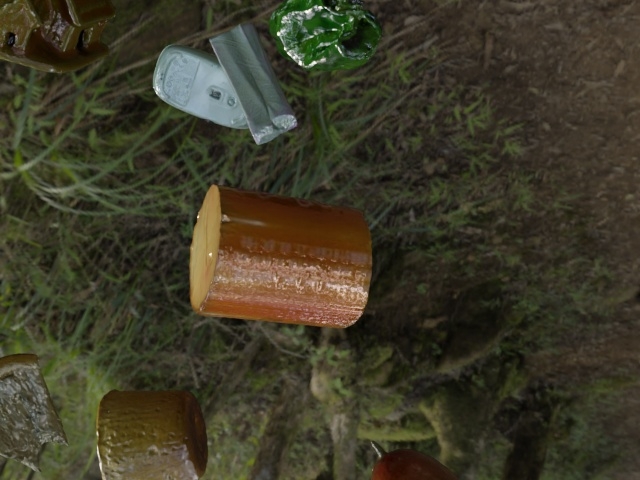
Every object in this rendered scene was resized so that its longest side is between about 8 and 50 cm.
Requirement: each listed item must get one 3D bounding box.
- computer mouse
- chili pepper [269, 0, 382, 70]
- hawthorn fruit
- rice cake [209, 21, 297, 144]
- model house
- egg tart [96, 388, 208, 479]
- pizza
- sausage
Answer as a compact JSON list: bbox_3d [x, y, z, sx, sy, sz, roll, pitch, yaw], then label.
[{"bbox_3d":[-0.274,-0.387,1.724,0.288,0.160,0.097,23,-155,-2],"label":"computer mouse"},{"bbox_3d":[-0.004,-0.470,1.537,0.213,0.167,0.385,43,177,-25],"label":"chili pepper"},{"bbox_3d":[0.181,0.513,1.382,0.251,0.199,0.199,48,168,16],"label":"hawthorn fruit"},{"bbox_3d":[-0.108,-0.258,1.105,0.080,0.222,0.042,-23,157,-4],"label":"rice cake"},{"bbox_3d":[-0.583,-0.504,1.493,0.173,0.268,0.239,41,130,1],"label":"model house"},{"bbox_3d":[-0.276,0.340,1.155,0.147,0.203,0.202,-12,159,0],"label":"egg tart"},{"bbox_3d":[-0.601,0.356,1.346,0.034,0.181,0.262,17,131,58],"label":"pizza"},{"bbox_3d":[-0.074,0.033,1.224,0.287,0.233,0.233,10,166,-22],"label":"sausage"}]
